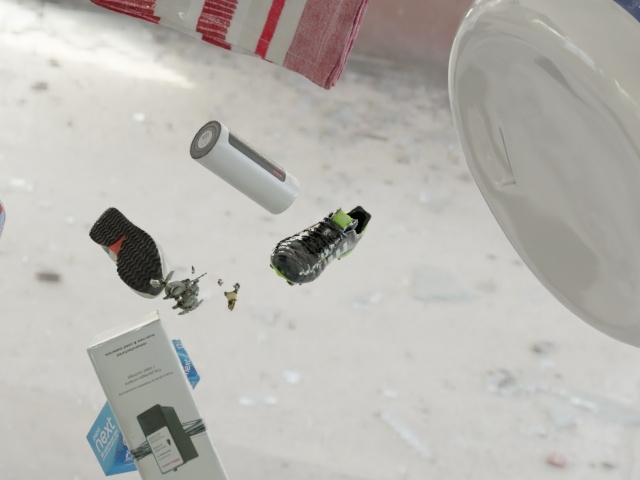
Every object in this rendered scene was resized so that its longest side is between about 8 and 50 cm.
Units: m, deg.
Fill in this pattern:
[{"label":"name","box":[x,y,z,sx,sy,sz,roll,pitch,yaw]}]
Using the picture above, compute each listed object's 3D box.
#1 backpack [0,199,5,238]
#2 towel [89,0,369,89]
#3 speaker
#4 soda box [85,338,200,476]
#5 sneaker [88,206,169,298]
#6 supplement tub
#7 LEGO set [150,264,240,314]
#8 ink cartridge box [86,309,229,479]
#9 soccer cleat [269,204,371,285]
[{"label":"backpack","box":[-0.428,0.001,1.376,0.263,0.276,0.213,34,52,-3]},{"label":"towel","box":[-0.107,-0.293,1.559,0.329,0.237,0.037,20,50,0]},{"label":"speaker","box":[-0.089,-0.085,1.807,0.136,0.055,0.055,35,12,-33]},{"label":"soda box","box":[-0.241,0.226,2.053,0.067,0.210,0.071,-6,52,-38]},{"label":"sneaker","box":[-0.193,0.023,1.672,0.075,0.057,0.161,40,1,-41]},{"label":"supplement tub","box":[0.258,-0.104,0.880,0.316,0.228,0.228,-30,42,-18]},{"label":"LEGO set","box":[-0.115,0.050,1.408,0.083,0.054,0.023,-4,36,-3]},{"label":"ink cartridge box","box":[-0.173,0.189,1.642,0.087,0.208,0.153,-22,5,-7]},{"label":"soccer cleat","box":[0.000,0.000,1.697,0.060,0.072,0.179,43,27,10]}]
